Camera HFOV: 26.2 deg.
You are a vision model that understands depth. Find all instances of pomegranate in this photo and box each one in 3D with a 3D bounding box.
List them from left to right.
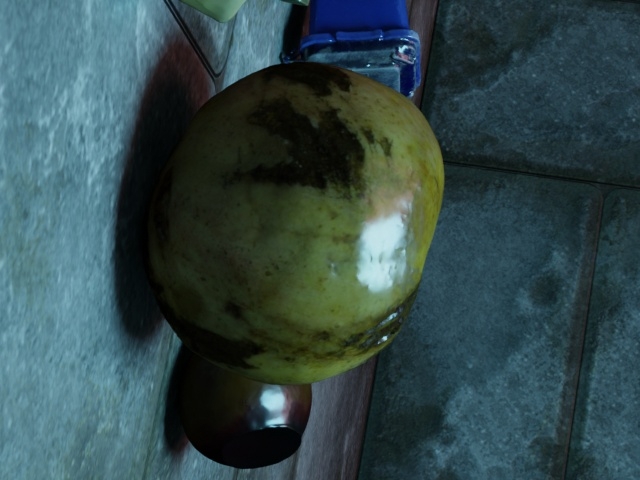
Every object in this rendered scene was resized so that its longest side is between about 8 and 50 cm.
[{"bbox_3d":[-0.025,-0.017,1.339,0.322,0.322,0.322,8,90,-81],"label":"pomegranate"}]

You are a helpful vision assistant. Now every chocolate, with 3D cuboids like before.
[{"bbox_3d":[-0.090,0.167,1.550,0.177,0.176,0.177,8,90,-81],"label":"chocolate"}]

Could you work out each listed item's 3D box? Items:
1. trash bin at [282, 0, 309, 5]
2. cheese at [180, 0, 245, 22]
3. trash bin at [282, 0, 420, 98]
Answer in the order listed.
[{"bbox_3d":[-0.028,-0.348,1.743,0.061,0.043,0.092,-21,120,-79],"label":"trash bin"},{"bbox_3d":[-0.014,-0.405,1.123,0.384,0.104,0.384,-58,-165,26],"label":"cheese"},{"bbox_3d":[0.041,-0.312,1.875,0.162,0.184,0.235,82,6,-69],"label":"trash bin"}]
